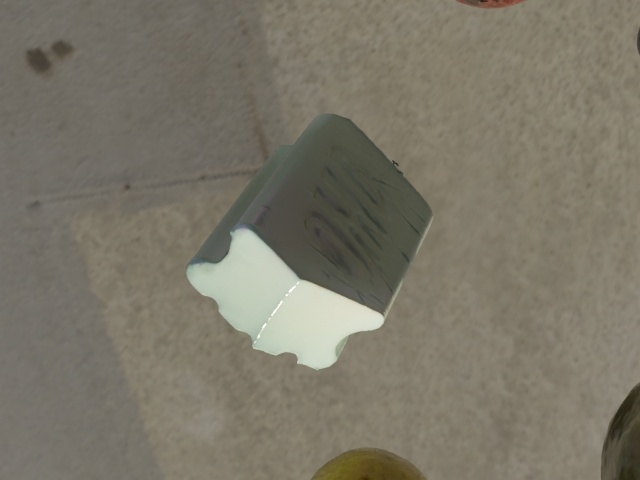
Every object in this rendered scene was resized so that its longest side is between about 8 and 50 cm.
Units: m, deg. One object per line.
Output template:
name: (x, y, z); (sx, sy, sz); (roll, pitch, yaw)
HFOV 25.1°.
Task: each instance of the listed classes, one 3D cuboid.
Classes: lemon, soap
lemon: (0.055, 0.326, 1.676); (0.170, 0.207, 0.170); (-1, 78, 4)
soap: (0.000, 0.000, 1.411); (0.173, 0.289, 0.095); (47, 121, -9)

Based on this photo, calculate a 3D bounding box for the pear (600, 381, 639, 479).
pear: (0.178, 0.111, 0.553); (0.136, 0.167, 0.167); (-10, 114, 10)

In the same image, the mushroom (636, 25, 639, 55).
mushroom: (0.427, -0.168, 1.423); (0.148, 0.227, 0.217); (25, 140, 58)

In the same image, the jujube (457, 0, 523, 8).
jujube: (0.154, -0.301, 1.303); (0.174, 0.250, 0.174); (1, 95, 11)
